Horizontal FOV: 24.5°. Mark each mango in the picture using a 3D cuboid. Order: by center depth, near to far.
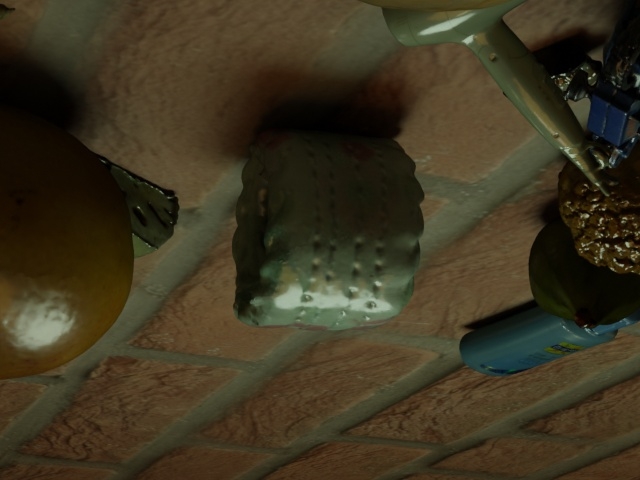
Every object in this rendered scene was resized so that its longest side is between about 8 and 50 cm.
[{"bbox_3d":[-0.384,-0.013,1.292,0.446,0.232,0.300,11,153,-9],"label":"mango"}]

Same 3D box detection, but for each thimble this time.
[{"bbox_3d":[0.000,0.000,1.363,0.149,0.185,0.211,4,133,-15],"label":"thimble"}]

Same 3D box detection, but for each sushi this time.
[{"bbox_3d":[0.197,-0.132,1.235,0.083,0.044,0.046,-18,152,41],"label":"sushi"}]

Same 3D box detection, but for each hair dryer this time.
[{"bbox_3d":[0.179,-0.135,1.065,0.206,0.075,0.237,-19,116,29],"label":"hair dryer"}]

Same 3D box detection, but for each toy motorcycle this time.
[{"bbox_3d":[0.254,-0.130,1.170,0.076,0.114,0.205,33,162,17],"label":"toy motorcycle"}]

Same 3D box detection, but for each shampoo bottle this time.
[{"bbox_3d":[0.292,0.111,1.834,0.104,0.061,0.258,13,155,-33],"label":"shampoo bottle"}]

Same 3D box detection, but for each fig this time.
[{"bbox_3d":[0.284,0.028,1.508,0.133,0.126,0.185,25,-178,-1],"label":"fig"}]

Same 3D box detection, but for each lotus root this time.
[{"bbox_3d":[-0.232,-0.019,1.480,0.144,0.070,0.143,-18,152,39],"label":"lotus root"}]

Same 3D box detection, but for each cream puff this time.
[{"bbox_3d":[0.300,-0.028,1.406,0.165,0.115,0.150,13,151,-29],"label":"cream puff"}]

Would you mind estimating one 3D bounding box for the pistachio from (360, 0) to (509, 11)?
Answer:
[{"bbox_3d":[0.080,-0.204,0.940,0.200,0.117,0.145,-27,110,44],"label":"pistachio"}]

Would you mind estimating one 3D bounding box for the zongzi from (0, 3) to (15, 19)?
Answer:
[{"bbox_3d":[-0.414,-0.142,1.086,0.300,0.145,0.274,6,163,-32],"label":"zongzi"}]
